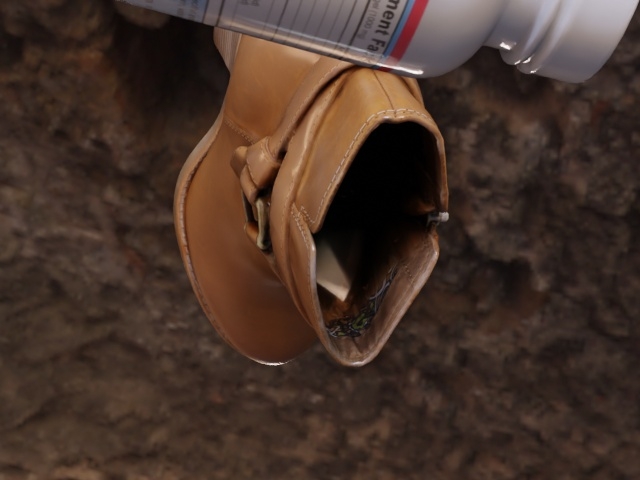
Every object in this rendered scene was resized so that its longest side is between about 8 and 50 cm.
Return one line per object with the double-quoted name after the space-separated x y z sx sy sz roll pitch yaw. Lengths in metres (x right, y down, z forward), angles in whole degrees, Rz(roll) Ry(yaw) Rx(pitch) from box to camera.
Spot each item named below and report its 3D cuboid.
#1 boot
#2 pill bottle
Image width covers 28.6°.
0.000 0.000 0.667 0.109 0.220 0.284 -1 -57 -20 "boot"
0.003 -0.093 0.330 0.160 0.087 0.087 13 -25 -8 "pill bottle"
